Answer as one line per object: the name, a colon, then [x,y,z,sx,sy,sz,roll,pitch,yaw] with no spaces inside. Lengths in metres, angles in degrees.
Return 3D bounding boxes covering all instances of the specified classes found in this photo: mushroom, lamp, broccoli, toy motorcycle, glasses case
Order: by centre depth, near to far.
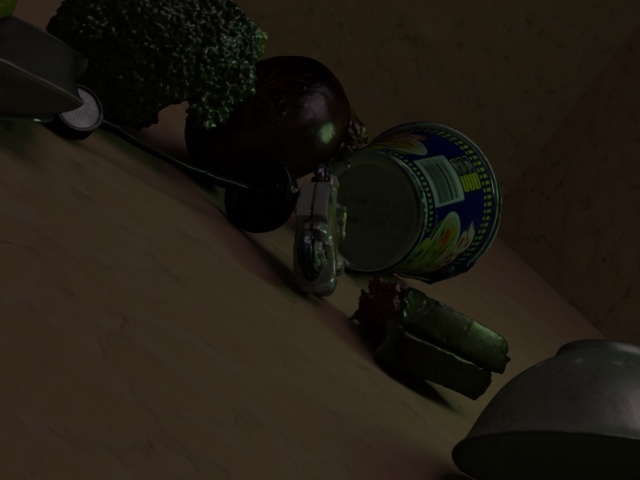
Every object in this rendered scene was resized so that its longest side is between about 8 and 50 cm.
glasses case: [-0.336,-0.185,1.609,0.128,0.083,0.308,18,14,-13]
lamp: [-0.205,-0.094,1.833,0.371,0.108,0.130,11,65,-37]
toy motorcycle: [0.000,0.000,1.870,0.229,0.074,0.151,-81,164,-55]
broccoli: [-0.218,-0.271,1.937,0.288,0.235,0.260,43,31,10]
mushroom: [-0.067,-0.178,2.085,0.278,0.163,0.297,-11,25,-13]

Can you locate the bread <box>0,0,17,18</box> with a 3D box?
bread: [-0.444,-0.304,1.737,0.111,0.129,0.114,50,16,-9]

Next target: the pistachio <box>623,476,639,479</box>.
pistachio: [0.374,0.348,1.359,0.207,0.226,0.332,-21,42,-29]

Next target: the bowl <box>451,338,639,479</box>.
bowl: [0.306,0.193,1.517,0.313,0.146,0.313,9,-25,4]

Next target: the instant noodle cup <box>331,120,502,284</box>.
instant noodle cup: [0.125,-0.054,2.284,0.284,0.284,0.312,39,17,13]

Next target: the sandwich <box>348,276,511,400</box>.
sandwich: [0.137,0.134,1.847,0.184,0.109,0.160,30,-9,-27]
